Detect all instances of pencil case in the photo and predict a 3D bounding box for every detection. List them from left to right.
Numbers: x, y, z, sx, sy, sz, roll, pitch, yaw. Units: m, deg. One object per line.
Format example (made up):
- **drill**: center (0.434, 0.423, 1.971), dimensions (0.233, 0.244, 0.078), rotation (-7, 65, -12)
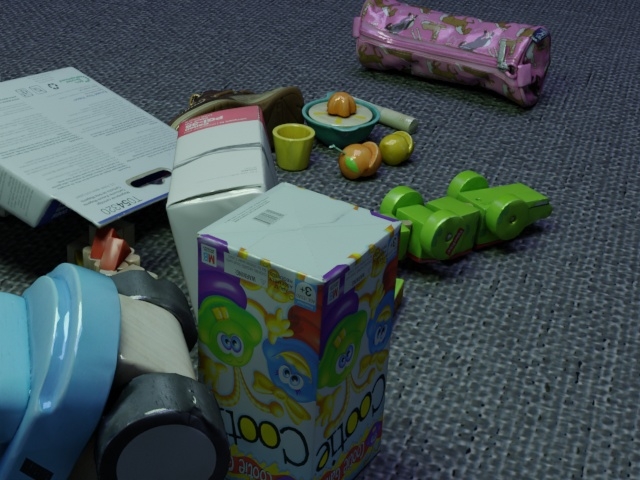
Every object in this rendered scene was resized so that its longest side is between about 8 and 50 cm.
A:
- **pencil case**: center (0.254, -0.376, 2.026), dimensions (0.386, 0.167, 0.160), rotation (19, 68, 26)

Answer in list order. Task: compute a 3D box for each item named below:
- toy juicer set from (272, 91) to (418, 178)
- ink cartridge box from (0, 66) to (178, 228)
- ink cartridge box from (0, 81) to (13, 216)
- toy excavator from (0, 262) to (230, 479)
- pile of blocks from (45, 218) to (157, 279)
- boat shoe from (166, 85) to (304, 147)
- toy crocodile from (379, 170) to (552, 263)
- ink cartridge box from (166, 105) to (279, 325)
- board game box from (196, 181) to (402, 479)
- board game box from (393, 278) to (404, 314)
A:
- **toy juicer set**: center (0.070, -0.204, 1.765), dimensions (0.209, 0.089, 0.329), rotation (13, 30, 18)
- **ink cartridge box**: center (-0.334, -0.118, 1.419), dimensions (0.330, 0.071, 0.324), rotation (32, 29, 16)
- **ink cartridge box**: center (-0.542, -0.163, 1.551), dimensions (0.273, 0.114, 0.197), rotation (21, 30, 1)
- **toy excavator**: center (-0.362, 0.183, 0.865), dimensions (0.445, 0.433, 0.222), rotation (22, 21, -26)
- **pile of blocks**: center (-0.264, 0.059, 1.226), dimensions (0.149, 0.112, 0.362), rotation (-7, 28, -23)
- **boat shoe**: center (-0.162, -0.189, 1.701), dimensions (0.123, 0.123, 0.342), rotation (11, 26, 30)
- **toy crocodile**: center (0.189, -0.022, 1.456), dimensions (0.341, 0.105, 0.115), rotation (-14, 33, -36)
- **ink cartridge box**: center (-0.104, -0.020, 1.267), dimensions (0.117, 0.207, 0.283), rotation (-11, 25, 1)
- **board game box**: center (-0.023, 0.108, 1.010), dimensions (0.142, 0.275, 0.144), rotation (20, 33, 27)
- **board game box**: center (0.011, 0.110, 1.255), dimensions (0.124, 0.039, 0.259), rotation (10, 27, 15)
